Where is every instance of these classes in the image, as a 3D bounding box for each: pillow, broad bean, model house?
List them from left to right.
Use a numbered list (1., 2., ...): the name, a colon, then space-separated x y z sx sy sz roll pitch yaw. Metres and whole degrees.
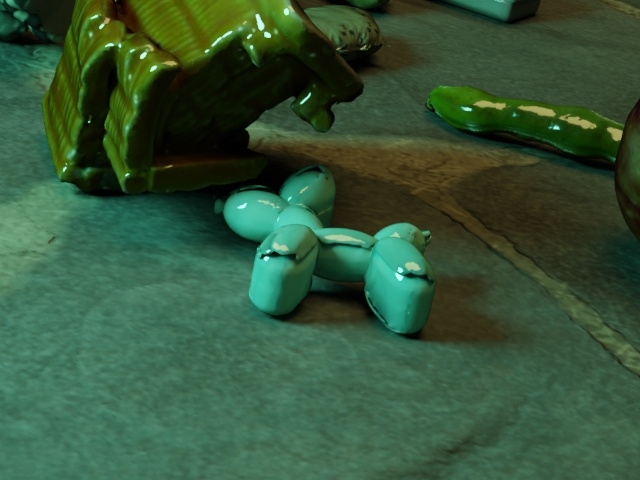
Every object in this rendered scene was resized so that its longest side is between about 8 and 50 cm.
1. model house: -0.098 -0.107 1.094 0.219 0.229 0.199 48 11 -48
2. pillow: -0.004 -0.197 1.458 0.093 0.051 0.241 26 26 30
3. broad bean: 0.213 -0.099 1.346 0.256 0.052 0.053 15 -17 15

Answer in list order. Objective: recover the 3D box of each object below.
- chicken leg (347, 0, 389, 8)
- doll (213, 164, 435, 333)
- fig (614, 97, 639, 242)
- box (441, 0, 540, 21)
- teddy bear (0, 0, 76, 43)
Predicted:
1. chicken leg: 0.028 -0.312 1.717 0.093 0.070 0.178 -7 20 -34
2. doll: 0.000 0.000 1.025 0.159 0.059 0.158 10 26 0
3. fig: 0.327 -0.028 1.088 0.203 0.186 0.249 24 29 -15
4. box: 0.146 -0.328 1.801 0.243 0.055 0.103 24 28 25
5. teddy bear: -0.309 -0.244 1.360 0.251 0.144 0.171 9 -16 36
